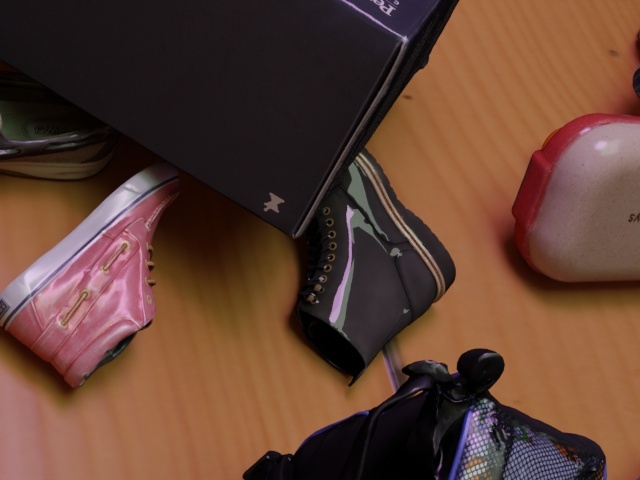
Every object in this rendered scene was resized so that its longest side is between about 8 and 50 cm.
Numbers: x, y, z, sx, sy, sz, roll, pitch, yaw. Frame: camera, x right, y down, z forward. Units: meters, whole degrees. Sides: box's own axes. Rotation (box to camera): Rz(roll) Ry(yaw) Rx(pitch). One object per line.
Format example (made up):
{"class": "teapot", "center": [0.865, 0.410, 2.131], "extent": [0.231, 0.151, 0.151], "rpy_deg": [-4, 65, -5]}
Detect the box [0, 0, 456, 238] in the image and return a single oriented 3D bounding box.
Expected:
{"class": "box", "center": [-0.072, -0.220, 0.974], "extent": [0.343, 0.179, 0.312], "rpy_deg": [31, 37, 2]}

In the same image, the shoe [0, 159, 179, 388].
{"class": "shoe", "center": [-0.137, 0.022, 0.911], "extent": [0.081, 0.063, 0.178], "rpy_deg": [44, 51, -1]}

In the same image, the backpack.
{"class": "backpack", "center": [0.048, 0.234, 0.762], "extent": [0.213, 0.276, 0.263], "rpy_deg": [31, 60, -9]}

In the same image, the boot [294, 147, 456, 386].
{"class": "boot", "center": [0.000, 0.000, 1.010], "extent": [0.198, 0.077, 0.137], "rpy_deg": [43, 51, 2]}

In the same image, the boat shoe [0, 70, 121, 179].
{"class": "boat shoe", "center": [-0.236, -0.086, 0.910], "extent": [0.223, 0.073, 0.080], "rpy_deg": [0, 59, -34]}

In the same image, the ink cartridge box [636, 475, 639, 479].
{"class": "ink cartridge box", "center": [0.307, 0.264, 0.872], "extent": [0.330, 0.071, 0.324], "rpy_deg": [25, 47, 32]}

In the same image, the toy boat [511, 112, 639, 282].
{"class": "toy boat", "center": [0.254, -0.054, 1.188], "extent": [0.231, 0.151, 0.151], "rpy_deg": [1, 30, -33]}

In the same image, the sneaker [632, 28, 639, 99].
{"class": "sneaker", "center": [0.390, -0.169, 1.327], "extent": [0.129, 0.111, 0.297], "rpy_deg": [47, 29, -7]}
